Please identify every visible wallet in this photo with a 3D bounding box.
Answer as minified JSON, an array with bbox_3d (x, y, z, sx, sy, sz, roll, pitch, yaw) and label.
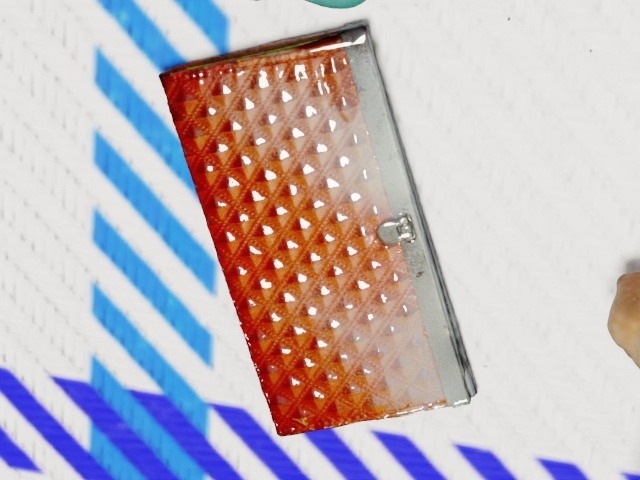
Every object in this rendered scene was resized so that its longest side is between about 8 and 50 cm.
[{"bbox_3d":[0.000,0.000,0.833,0.103,0.020,0.197,-10,114,16],"label":"wallet"}]

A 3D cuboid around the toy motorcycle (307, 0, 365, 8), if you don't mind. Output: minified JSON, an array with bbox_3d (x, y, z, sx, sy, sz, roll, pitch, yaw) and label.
[{"bbox_3d":[-0.041,-0.181,0.712,0.296,0.109,0.198,-3,126,12],"label":"toy motorcycle"}]

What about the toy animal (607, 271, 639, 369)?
[{"bbox_3d":[0.194,0.095,0.758,0.104,0.184,0.185,-5,111,-13],"label":"toy animal"}]
